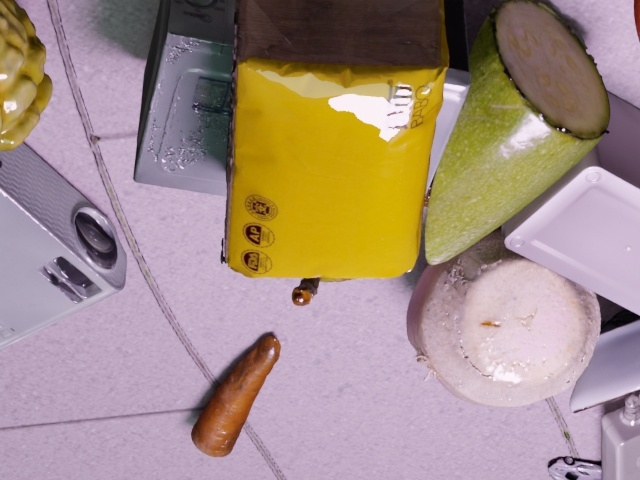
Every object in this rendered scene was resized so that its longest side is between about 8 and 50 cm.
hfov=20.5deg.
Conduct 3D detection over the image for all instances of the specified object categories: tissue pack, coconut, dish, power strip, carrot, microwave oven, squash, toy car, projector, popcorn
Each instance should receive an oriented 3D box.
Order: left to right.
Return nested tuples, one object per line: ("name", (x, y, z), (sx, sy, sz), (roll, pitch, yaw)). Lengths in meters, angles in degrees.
("popcorn", (-0.392, -0.177, 1.761), (0.256, 0.195, 0.255), (14, 125, -16))
("projector", (-0.369, -0.004, 1.998), (0.198, 0.108, 0.250), (-26, 130, 25))
("carrot", (-0.100, 0.192, 2.253), (0.061, 0.061, 0.209), (17, 129, -18))
("microwave oven", (-0.023, -0.166, 1.773), (0.295, 0.181, 0.237), (9, 137, -10))
("tissue pack", (0.008, -0.095, 1.619), (0.192, 0.134, 0.271), (2, 137, -3))
("squash", (0.157, -0.108, 1.836), (0.189, 0.189, 0.260), (29, 135, -28))
("coconut", (0.208, 0.094, 2.038), (0.224, 0.224, 0.234), (10, 172, -11))
("toy car", (0.355, 0.317, 2.409), (0.093, 0.025, 0.041), (6, 135, -8))
("tissue pack", (0.331, -0.039, 1.947), (0.246, 0.136, 0.159), (27, 130, -26))
("power strip", (0.427, 0.314, 2.365), (0.098, 0.058, 0.338), (-20, 137, -8))
("dish", (0.388, 0.116, 2.093), (0.182, 0.243, 0.080), (-24, 89, 23))

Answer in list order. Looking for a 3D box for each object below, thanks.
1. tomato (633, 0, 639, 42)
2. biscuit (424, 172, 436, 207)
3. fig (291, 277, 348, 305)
("tomato", (0.412, -0.212, 1.591), (0.256, 0.224, 0.256), (7, 151, 4))
("biscuit", (0.138, -0.112, 1.939), (0.064, 0.034, 0.199), (1, 137, -4))
("fig", (-0.005, -0.016, 1.927), (0.160, 0.231, 0.143), (-31, 87, 36))
